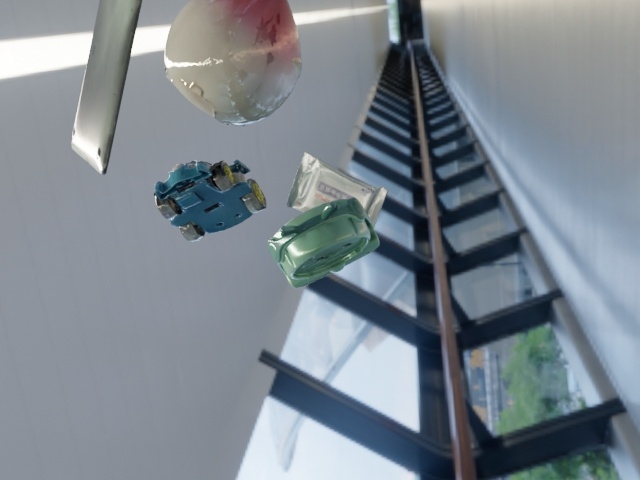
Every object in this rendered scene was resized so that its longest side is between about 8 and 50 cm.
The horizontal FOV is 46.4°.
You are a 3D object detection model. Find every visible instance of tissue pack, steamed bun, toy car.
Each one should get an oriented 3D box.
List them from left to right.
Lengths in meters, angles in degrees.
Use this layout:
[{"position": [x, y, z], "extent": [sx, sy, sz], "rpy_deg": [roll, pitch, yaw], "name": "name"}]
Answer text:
[{"position": [-0.162, -0.076, 1.014], "extent": [0.161, 0.126, 0.098], "rpy_deg": [42, -156, -58], "name": "toy car"}, {"position": [-0.165, -0.419, 1.588], "extent": [0.309, 0.309, 0.309], "rpy_deg": [-4, -90, -81], "name": "steamed bun"}, {"position": [0.031, -0.086, 1.497], "extent": [0.026, 0.193, 0.122], "rpy_deg": [-32, -35, -63], "name": "tissue pack"}]

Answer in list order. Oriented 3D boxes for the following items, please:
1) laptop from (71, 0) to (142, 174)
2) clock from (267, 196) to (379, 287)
[{"position": [-0.242, -0.219, 0.855], "extent": [0.187, 0.015, 0.269], "rpy_deg": [30, 108, 58], "name": "laptop"}, {"position": [0.000, 0.000, 1.099], "extent": [0.066, 0.159, 0.211], "rpy_deg": [63, -176, 16], "name": "clock"}]
